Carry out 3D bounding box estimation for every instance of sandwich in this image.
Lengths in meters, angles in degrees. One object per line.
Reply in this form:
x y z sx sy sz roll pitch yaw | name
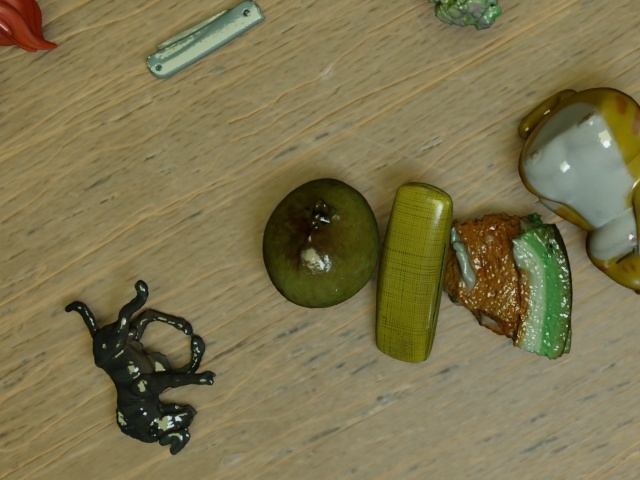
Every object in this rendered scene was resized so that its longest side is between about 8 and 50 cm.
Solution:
0.226 0.061 1.471 0.160 0.109 0.184 -7 100 11 | sandwich

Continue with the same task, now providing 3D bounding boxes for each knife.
-0.148 -0.257 1.531 0.162 0.023 0.044 -30 85 4 | knife

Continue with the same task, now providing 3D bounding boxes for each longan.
0.000 0.000 1.455 0.145 0.176 0.154 -15 66 -3 | longan

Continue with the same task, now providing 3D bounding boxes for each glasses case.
0.111 0.040 1.470 0.079 0.064 0.234 19 118 25 | glasses case

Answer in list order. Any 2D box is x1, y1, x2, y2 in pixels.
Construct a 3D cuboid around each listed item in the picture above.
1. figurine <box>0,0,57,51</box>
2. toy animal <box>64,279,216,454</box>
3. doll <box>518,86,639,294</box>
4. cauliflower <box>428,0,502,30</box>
-0.448 -0.262 1.487 0.208 0.181 0.257 20 91 43 | figurine
-0.224 0.155 1.517 0.148 0.084 0.232 -37 92 5 | toy animal
0.354 -0.056 1.430 0.167 0.162 0.269 -31 95 38 | doll
0.189 -0.387 1.382 0.239 0.315 0.256 -46 109 -7 | cauliflower
